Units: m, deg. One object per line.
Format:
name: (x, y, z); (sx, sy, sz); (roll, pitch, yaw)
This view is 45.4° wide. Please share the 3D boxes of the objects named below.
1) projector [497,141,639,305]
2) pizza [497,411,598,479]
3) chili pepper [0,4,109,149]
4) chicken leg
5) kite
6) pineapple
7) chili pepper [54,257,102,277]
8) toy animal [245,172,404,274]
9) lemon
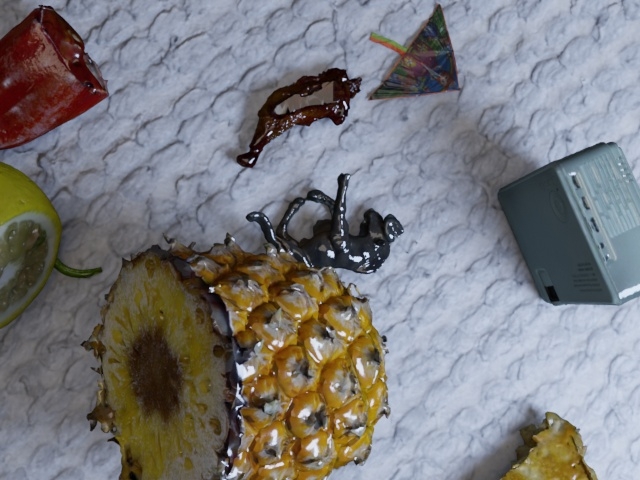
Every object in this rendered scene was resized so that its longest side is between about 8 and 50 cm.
projector: (0.344, -0.014, 1.015); (0.099, 0.257, 0.192); (-21, 87, -4)
pizza: (0.305, 0.442, 1.026); (0.439, 0.130, 0.406); (14, 68, 19)
chili pepper: (-0.433, -0.198, 1.085); (0.252, 0.136, 0.144); (-37, 132, 5)
chicken leg: (-0.036, -0.187, 1.119); (0.219, 0.048, 0.090); (-26, 83, -5)
kite: (0.144, -0.271, 1.154); (0.159, 0.010, 0.190); (37, 83, 3)
pineapple: (-0.094, 0.158, 0.934); (0.352, 0.300, 0.353); (-5, 82, 40)
chili pepper: (-0.356, 0.037, 1.100); (0.083, 0.017, 0.030); (23, 83, 0)
toy animal: (0.000, 0.000, 1.087); (0.232, 0.084, 0.148); (-24, 88, -8)
lemon: (-0.481, -0.005, 0.992); (0.219, 0.240, 0.241); (25, 84, 13)
